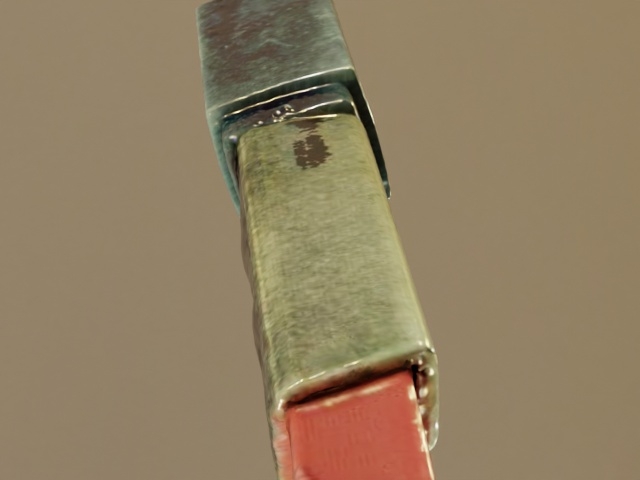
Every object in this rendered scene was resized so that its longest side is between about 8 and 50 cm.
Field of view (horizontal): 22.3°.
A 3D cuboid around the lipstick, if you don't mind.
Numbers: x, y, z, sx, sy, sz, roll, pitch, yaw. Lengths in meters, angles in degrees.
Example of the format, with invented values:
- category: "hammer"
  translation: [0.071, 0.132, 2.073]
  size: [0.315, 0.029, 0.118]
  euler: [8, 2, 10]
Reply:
- category: "lipstick"
  translation: [0.000, 0.000, 0.449]
  size: [0.312, 0.051, 0.051]
  euler: [-103, -2, -62]
